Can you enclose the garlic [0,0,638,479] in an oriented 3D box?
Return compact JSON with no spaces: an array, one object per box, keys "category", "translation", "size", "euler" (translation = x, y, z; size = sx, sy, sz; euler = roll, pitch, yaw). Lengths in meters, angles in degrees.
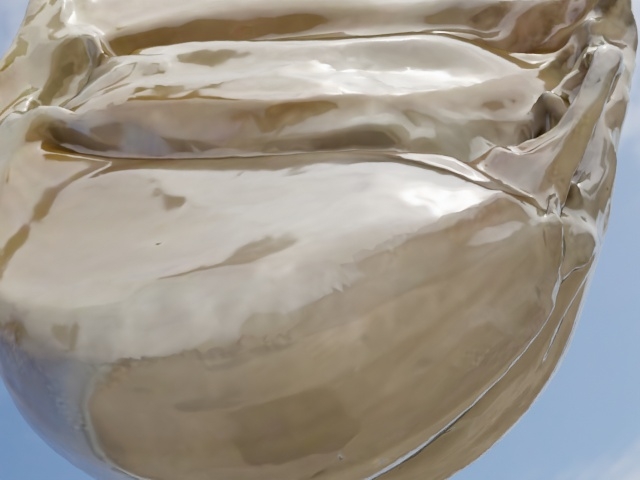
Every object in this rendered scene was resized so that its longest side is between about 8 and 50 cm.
[{"category":"garlic","translation":[0.000,0.000,0.459],"size":[0.229,0.178,0.142],"euler":[-71,-24,-56]}]
